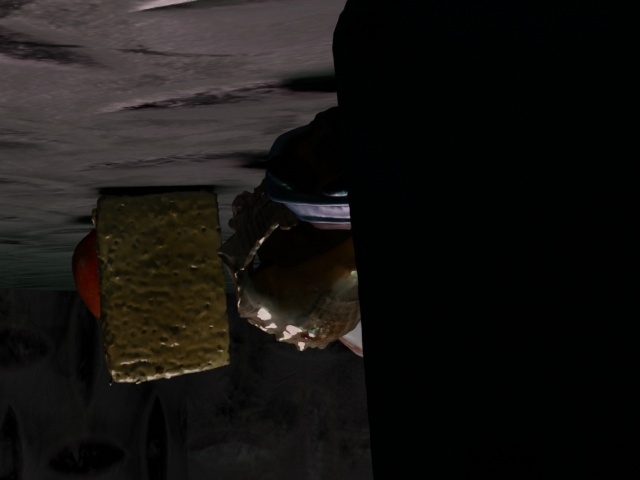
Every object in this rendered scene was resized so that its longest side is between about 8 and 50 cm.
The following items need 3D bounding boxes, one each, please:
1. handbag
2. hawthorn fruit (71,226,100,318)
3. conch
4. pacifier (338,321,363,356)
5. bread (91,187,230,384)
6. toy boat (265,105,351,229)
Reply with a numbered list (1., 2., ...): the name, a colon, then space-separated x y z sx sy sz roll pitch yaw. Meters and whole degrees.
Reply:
1. handbag: 0.150 0.024 0.709 0.122 0.329 0.303 -2 178 -41
2. hawthorn fruit: -0.234 0.034 2.055 0.133 0.132 0.138 -1 166 1
3. conch: 0.000 0.000 1.546 0.245 0.163 0.178 -38 173 30
4. pacifier: 0.082 0.032 2.082 0.207 0.227 0.279 -34 148 8
5. bread: -0.165 0.045 1.756 0.138 0.196 0.102 -6 179 -1
6. toy boat: 0.069 -0.068 1.108 0.223 0.100 0.097 -9 137 22
